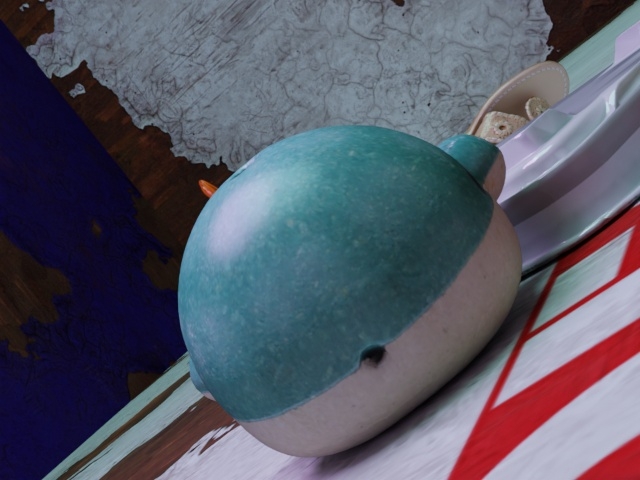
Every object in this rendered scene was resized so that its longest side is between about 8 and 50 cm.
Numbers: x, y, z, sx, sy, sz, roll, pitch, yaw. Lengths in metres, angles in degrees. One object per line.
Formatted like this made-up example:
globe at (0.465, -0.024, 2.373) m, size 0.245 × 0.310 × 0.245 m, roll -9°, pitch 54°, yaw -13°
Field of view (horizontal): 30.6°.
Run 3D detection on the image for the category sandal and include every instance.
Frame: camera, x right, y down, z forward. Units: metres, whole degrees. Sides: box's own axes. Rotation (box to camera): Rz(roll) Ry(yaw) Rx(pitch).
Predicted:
sandal at (0.173, -0.076, 1.152) m, size 0.240 × 0.088 × 0.079 m, roll -39°, pitch 34°, yaw -4°

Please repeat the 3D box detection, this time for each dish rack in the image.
dish rack at (0.129, -0.037, 0.820) m, size 0.285 × 0.072 × 0.333 m, roll -39°, pitch 3°, yaw -41°

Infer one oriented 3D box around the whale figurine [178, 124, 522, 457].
whale figurine at (0.000, 0.000, 0.649) m, size 0.216 × 0.141 × 0.272 m, roll -39°, pitch 17°, yaw 8°

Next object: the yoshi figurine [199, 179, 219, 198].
yoshi figurine at (-0.014, 0.030, 1.239) m, size 0.203 × 0.204 × 0.362 m, roll 2°, pitch -6°, yaw 12°
